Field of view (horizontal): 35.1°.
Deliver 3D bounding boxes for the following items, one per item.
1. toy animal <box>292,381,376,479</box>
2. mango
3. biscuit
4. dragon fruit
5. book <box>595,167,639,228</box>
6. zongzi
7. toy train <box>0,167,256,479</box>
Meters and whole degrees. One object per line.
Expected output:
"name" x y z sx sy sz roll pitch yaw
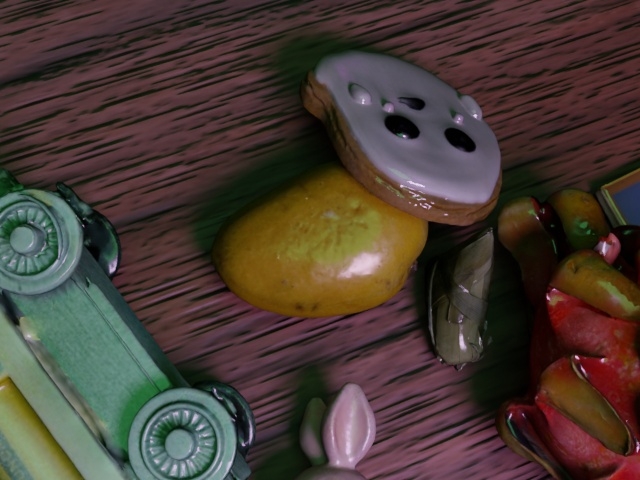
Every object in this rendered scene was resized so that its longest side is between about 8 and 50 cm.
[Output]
"toy animal" 0.013 0.230 0.832 0.124 0.124 0.212 26 66 -1
"mango" 0.000 0.000 0.899 0.195 0.098 0.137 -8 80 -4
"biscuit" 0.084 -0.101 0.910 0.181 0.049 0.208 0 44 -32
"dragon fruit" 0.272 0.103 0.851 0.243 0.227 0.307 -2 74 26
"book" 0.491 -0.012 1.013 0.374 0.028 0.262 -25 81 -15
"zongzi" 0.130 0.055 0.890 0.055 0.119 0.109 1 75 -14
"toy train" -0.213 0.125 0.810 0.237 0.150 0.369 -37 83 -8
